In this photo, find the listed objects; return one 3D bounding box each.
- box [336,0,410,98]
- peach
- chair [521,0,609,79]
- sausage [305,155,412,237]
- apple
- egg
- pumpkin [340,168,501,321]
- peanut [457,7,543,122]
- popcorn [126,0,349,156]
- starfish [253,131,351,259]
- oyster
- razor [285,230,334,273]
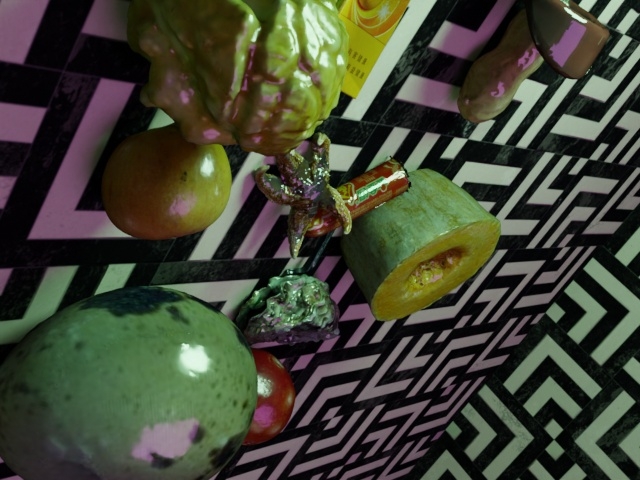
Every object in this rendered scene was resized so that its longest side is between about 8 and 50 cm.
[{"bbox_3d":[0.071,-0.353,1.230,0.152,0.043,0.269,14,108,-59],"label":"box"},{"bbox_3d":[-0.168,0.322,1.738,0.243,0.243,0.200,54,41,-61],"label":"peach"},{"bbox_3d":[0.462,-0.490,1.373,0.226,0.226,0.401,0,131,-50],"label":"chair"},{"bbox_3d":[0.052,-0.072,1.599,0.264,0.083,0.083,-29,149,-20],"label":"sausage"},{"bbox_3d":[-0.215,-0.087,1.168,0.182,0.182,0.155,-18,114,-36],"label":"apple"},{"bbox_3d":[-0.308,0.247,1.327,0.427,0.345,0.345,-7,138,-27],"label":"egg"},{"bbox_3d":[0.203,-0.003,1.782,0.332,0.199,0.332,-24,150,-15],"label":"pumpkin"},{"bbox_3d":[0.359,-0.337,1.585,0.263,0.101,0.117,-49,170,13],"label":"peanut"},{"bbox_3d":[-0.093,-0.227,1.001,0.282,0.282,0.247,-13,126,-41],"label":"popcorn"},{"bbox_3d":[-0.024,-0.081,1.477,0.238,0.071,0.216,29,102,-36],"label":"starfish"},{"bbox_3d":[-0.053,0.159,1.743,0.267,0.112,0.198,-11,141,-34],"label":"oyster"},{"bbox_3d":[0.004,0.004,1.689,0.066,0.033,0.190,1,130,-52],"label":"razor"}]
